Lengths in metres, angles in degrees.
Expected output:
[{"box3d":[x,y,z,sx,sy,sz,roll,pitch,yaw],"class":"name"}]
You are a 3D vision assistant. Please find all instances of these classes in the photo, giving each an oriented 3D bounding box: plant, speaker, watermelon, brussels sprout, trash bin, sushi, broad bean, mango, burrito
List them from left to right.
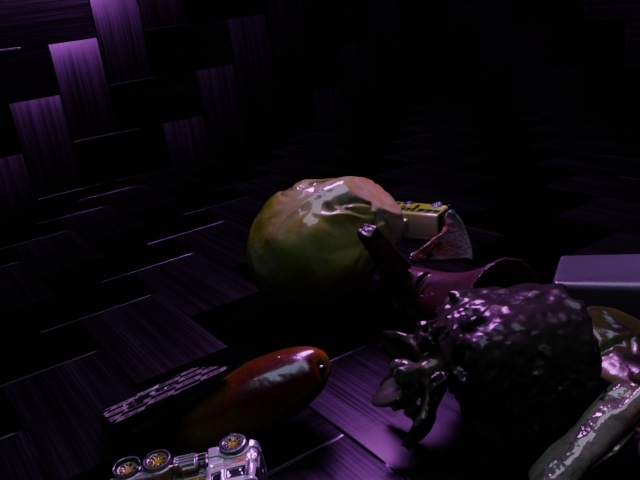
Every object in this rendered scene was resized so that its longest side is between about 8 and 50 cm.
[{"box3d":[-0.257,0.266,1.121,0.193,0.043,0.279,-23,0,-25],"class":"sushi"},{"box3d":[-0.105,0.248,1.074,0.268,0.111,0.133,-26,24,-4],"class":"mango"},{"box3d":[0.000,0.000,1.455,0.344,0.268,0.344,-38,-6,-4],"class":"brussels sprout"},{"box3d":[0.193,0.100,1.250,0.259,0.198,0.330,16,-3,-39],"class":"speaker"},{"box3d":[0.314,0.018,1.694,0.158,0.121,0.098,-50,-3,10],"class":"watermelon"},{"box3d":[0.226,0.182,0.998,0.313,0.213,0.215,-6,22,1],"class":"plant"},{"box3d":[0.352,0.249,0.877,0.226,0.087,0.060,-42,69,-11],"class":"burrito"},{"box3d":[0.573,0.090,1.305,0.236,0.101,0.177,0,22,25],"class":"trash bin"},{"box3d":[0.505,0.186,1.122,0.153,0.072,0.206,-16,32,-15],"class":"broad bean"}]

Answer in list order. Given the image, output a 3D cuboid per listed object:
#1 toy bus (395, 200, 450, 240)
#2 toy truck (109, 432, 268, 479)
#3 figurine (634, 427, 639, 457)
[{"box3d":[0.254,-0.054,1.843,0.175,0.088,0.101,7,25,33],"class":"toy bus"},{"box3d":[-0.180,0.339,0.886,0.227,0.098,0.114,-12,23,-5],"class":"toy truck"},{"box3d":[0.484,0.260,0.848,0.229,0.111,0.137,4,24,-6],"class":"figurine"}]
